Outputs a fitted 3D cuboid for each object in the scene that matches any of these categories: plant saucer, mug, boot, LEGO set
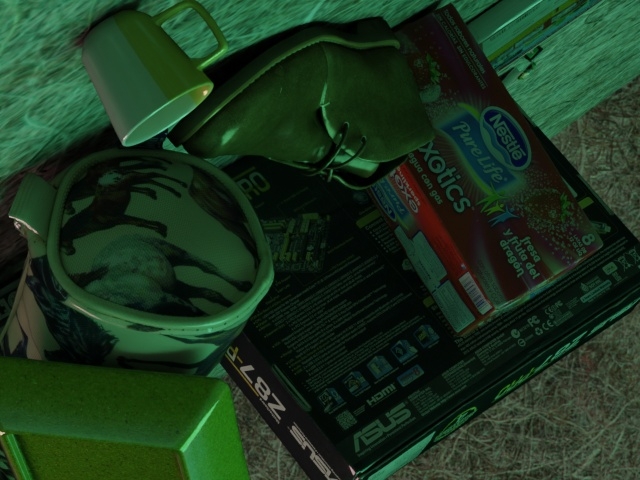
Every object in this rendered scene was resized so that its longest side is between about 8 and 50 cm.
[{"bbox_3d":[-0.152,0.156,1.361,0.188,0.045,0.188,5,147,8],"label":"plant saucer"},{"bbox_3d":[-0.098,-0.101,1.080,0.078,0.064,0.062,-32,174,-22],"label":"mug"},{"bbox_3d":[-0.001,-0.094,1.450,0.112,0.115,0.305,-35,173,32],"label":"boot"},{"bbox_3d":[0.185,-0.174,2.268,0.182,0.060,0.244,-45,179,-19],"label":"LEGO set"}]

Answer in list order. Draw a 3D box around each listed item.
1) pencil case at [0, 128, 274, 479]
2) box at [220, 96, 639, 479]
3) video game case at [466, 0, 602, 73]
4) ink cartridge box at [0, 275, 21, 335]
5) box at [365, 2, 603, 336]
[{"bbox_3d":[-0.176,0.080,1.441,0.160,0.183,0.410,-64,-176,-35],"label":"pencil case"},{"bbox_3d":[0.076,0.020,1.770,0.395,0.318,0.097,-32,164,-28],"label":"box"},{"bbox_3d":[0.242,-0.247,1.960,0.204,0.025,0.285,-35,174,2],"label":"video game case"},{"bbox_3d":[-0.287,0.085,1.658,0.208,0.045,0.206,-33,174,-26],"label":"ink cartridge box"},{"bbox_3d":[0.118,-0.060,1.660,0.122,0.257,0.128,-29,173,-17],"label":"box"}]
